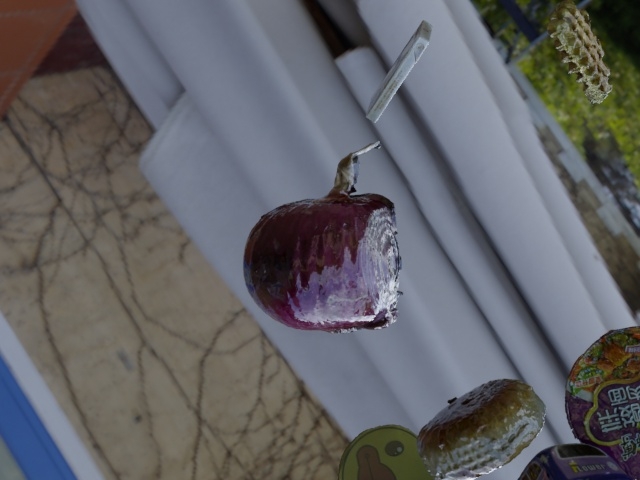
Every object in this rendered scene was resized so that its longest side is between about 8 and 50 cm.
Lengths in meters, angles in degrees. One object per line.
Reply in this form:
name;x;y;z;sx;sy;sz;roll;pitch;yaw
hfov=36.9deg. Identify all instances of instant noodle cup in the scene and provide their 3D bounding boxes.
instant noodle cup;0.546;0.270;1.623;0.251;0.251;0.190;-35;165;11

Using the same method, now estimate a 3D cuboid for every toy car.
toy car;0.374;0.422;1.465;0.172;0.158;0.235;5;124;-28

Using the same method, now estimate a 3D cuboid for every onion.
onion;-0.005;0.030;1.464;0.256;0.272;0.230;-32;166;37

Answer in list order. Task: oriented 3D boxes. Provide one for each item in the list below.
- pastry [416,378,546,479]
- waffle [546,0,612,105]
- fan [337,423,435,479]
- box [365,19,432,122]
pastry;0.240;0.280;1.443;0.192;0.093;0.182;-33;-179;25
waffle;0.437;-0.311;1.607;0.046;0.192;0.160;-13;-159;33
fan;0.100;0.489;1.899;0.335;0.230;0.011;-11;160;-14
box;0.130;-0.281;1.598;0.167;0.024;0.090;-55;-172;30
